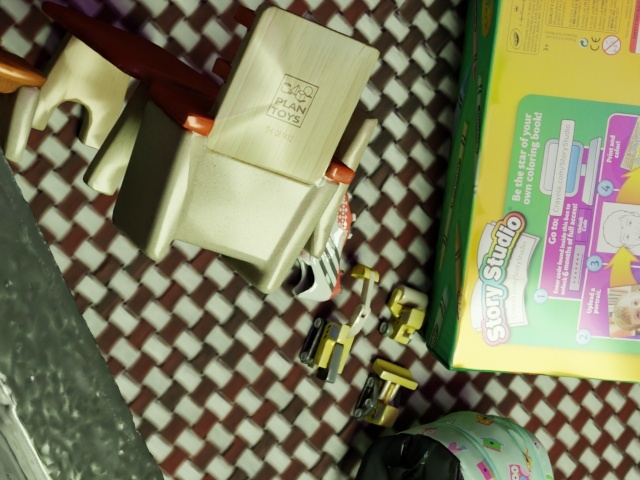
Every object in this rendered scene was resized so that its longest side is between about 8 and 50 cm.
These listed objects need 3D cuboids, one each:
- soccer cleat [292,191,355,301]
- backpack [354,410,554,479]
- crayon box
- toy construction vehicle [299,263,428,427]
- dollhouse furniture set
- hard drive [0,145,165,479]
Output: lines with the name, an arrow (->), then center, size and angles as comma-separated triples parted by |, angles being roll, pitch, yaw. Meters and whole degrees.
soccer cleat -> 0.000, 0.000, 1.147 | 0.035, 0.029, 0.083 | -3, 107, -34
backpack -> 0.091, 0.208, 1.191 | 0.115, 0.152, 0.182 | -11, 103, -44
crayon box -> 0.173, -0.047, 1.176 | 0.165, 0.081, 0.279 | 6, 99, -10
toy construction vehicle -> 0.037, 0.073, 1.180 | 0.086, 0.035, 0.098 | 26, 88, -32
dollhouse furniture set -> -0.079, -0.084, 0.950 | 0.262, 0.259, 0.135 | 18, 101, -33
hard drive -> -0.206, 0.036, 0.912 | 0.064, 0.237, 0.339 | -37, 118, -29
